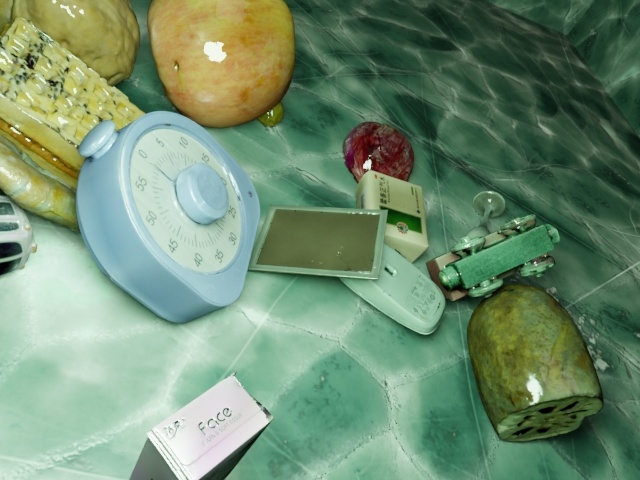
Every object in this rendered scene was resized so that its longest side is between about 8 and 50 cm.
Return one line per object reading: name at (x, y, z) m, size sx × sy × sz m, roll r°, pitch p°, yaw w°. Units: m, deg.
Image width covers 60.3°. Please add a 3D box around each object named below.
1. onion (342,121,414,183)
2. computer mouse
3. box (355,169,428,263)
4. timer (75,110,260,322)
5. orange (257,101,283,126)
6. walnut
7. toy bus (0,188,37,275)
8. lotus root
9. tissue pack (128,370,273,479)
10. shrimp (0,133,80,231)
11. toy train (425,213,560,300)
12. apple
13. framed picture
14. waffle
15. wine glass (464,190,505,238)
onion at (0.177, -0.249, 1.612) m, size 0.227 × 0.120 × 0.283 m, roll 22°, pitch 44°, yaw -4°
computer mouse at (0.155, 0.107, 1.292) m, size 0.288 × 0.097 × 0.159 m, roll 40°, pitch 43°, yaw 0°
box at (0.182, -0.062, 1.452) m, size 0.168 × 0.095 × 0.212 m, roll 14°, pitch 51°, yaw -16°
timer at (-0.276, -0.072, 1.039) m, size 0.395 × 0.173 × 0.394 m, roll 40°, pitch 39°, yaw -43°
orange at (-0.146, -0.367, 1.560) m, size 0.085 × 0.085 × 0.095 m, roll 5°, pitch 47°, yaw -26°
walnut at (-0.572, -0.492, 1.264) m, size 0.306 × 0.306 × 0.344 m, roll 49°, pitch 2°, yaw 17°
toy bus at (-0.636, -0.075, 0.969) m, size 0.179 × 0.143 × 0.305 m, roll -14°, pitch 59°, yaw -41°
lotus root at (0.464, 0.254, 1.246) m, size 0.251 × 0.250 × 0.346 m, roll 17°, pitch 40°, yaw -16°
tissue pack at (-0.184, 0.313, 0.797) m, size 0.092 × 0.246 × 0.149 m, roll 47°, pitch 45°, yaw 15°
shrimp at (-0.498, -0.097, 1.003) m, size 0.077 × 0.317 × 0.168 m, roll -37°, pitch 63°, yaw -2°
toy train at (0.412, 0.043, 1.332) m, size 0.304 × 0.221 × 0.150 m, roll -22°, pitch 87°, yaw -8°
apple at (-0.238, -0.476, 1.386) m, size 0.347 × 0.391 × 0.391 m, roll -14°, pitch 56°, yaw -9°
framed picture at (0.000, 0.000, 1.264) m, size 0.293 × 0.018 × 0.231 m, roll 3°, pitch 43°, yaw 11°
waffle at (-0.501, -0.247, 1.114) m, size 0.376 × 0.114 × 0.261 m, roll 39°, pitch 35°, yaw -33°
wine glass at (0.538, -0.024, 1.547) m, size 0.264 × 0.096 × 0.309 m, roll 0°, pitch 35°, yaw 27°
